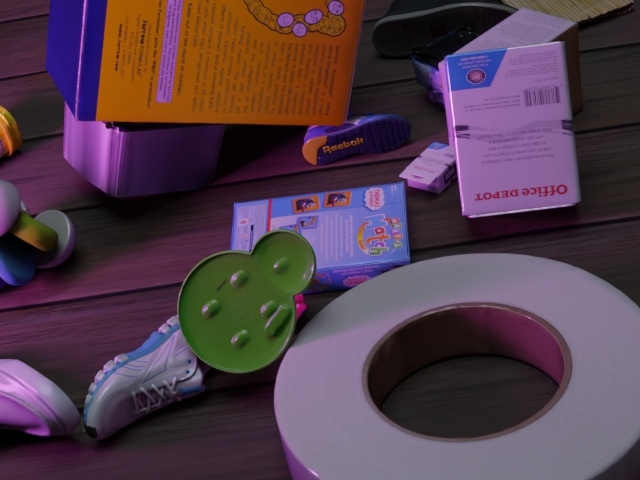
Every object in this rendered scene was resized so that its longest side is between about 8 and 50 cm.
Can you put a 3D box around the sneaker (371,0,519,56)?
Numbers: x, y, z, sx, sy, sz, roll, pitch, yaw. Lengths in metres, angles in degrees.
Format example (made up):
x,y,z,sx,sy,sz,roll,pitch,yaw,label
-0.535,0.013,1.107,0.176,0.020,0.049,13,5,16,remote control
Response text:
x,y,z,sx,sy,sz,roll,pitch,yaw,label
0.190,-0.327,2.094,0.222,0.083,0.118,0,36,17,sneaker

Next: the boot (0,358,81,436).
x,y,z,sx,sy,sz,roll,pitch,yaw,label
-0.375,0.186,1.547,0.258,0.095,0.123,11,46,41,boot

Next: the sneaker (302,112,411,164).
x,y,z,sx,sy,sz,roll,pitch,yaw,label
0.046,-0.143,1.906,0.144,0.053,0.059,-9,33,1,sneaker

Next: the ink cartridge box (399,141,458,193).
x,y,z,sx,sy,sz,roll,pitch,yaw,label
0.140,-0.086,1.821,0.048,0.028,0.083,17,44,34,ink cartridge box

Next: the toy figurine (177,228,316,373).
x,y,z,sx,sy,sz,roll,pitch,yaw,label
-0.054,0.051,1.581,0.130,0.173,0.159,44,14,7,toy figurine

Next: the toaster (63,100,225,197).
x,y,z,sx,sy,sz,roll,pitch,yaw,label
-0.239,-0.140,1.900,0.186,0.110,0.168,-9,28,-35,toaster

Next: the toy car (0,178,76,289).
x,y,z,sx,sy,sz,roll,pitch,yaw,label
-0.404,-0.001,1.777,0.182,0.159,0.136,17,79,33,toy car

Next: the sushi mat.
x,y,z,sx,sy,sz,roll,pitch,yaw,label
0.333,-0.391,2.199,0.151,0.019,0.316,-17,36,-11,sushi mat

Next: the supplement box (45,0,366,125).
x,y,z,sx,sy,sz,roll,pitch,yaw,label
-0.149,-0.270,1.846,0.357,0.195,0.194,-1,26,-23,supplement box

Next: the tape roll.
x,y,z,sx,sy,sz,roll,pitch,yaw,label
0.149,0.153,1.452,0.392,0.072,0.392,-8,35,6,tape roll

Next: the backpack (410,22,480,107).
x,y,z,sx,sy,sz,roll,pitch,yaw,label
0.191,-0.226,1.949,0.105,0.084,0.114,-27,29,-15,backpack

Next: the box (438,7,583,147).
x,y,z,sx,sy,sz,roll,pitch,yaw,label
0.245,-0.196,1.857,0.170,0.130,0.091,-36,42,-30,box

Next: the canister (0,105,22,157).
x,y,z,sx,sy,sz,roll,pitch,yaw,label
-0.517,-0.123,2.017,0.126,0.073,0.170,21,48,37,canister

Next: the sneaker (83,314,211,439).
x,y,z,sx,sy,sz,roll,pitch,yaw,label
-0.170,0.149,1.549,0.083,0.071,0.191,22,47,30,sneaker

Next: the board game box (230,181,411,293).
x,y,z,sx,sy,sz,roll,pitch,yaw,label
0.000,0.000,1.731,0.212,0.039,0.160,-8,36,6,board game box

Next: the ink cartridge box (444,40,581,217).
x,y,z,sx,sy,sz,roll,pitch,yaw,label
0.225,-0.130,1.712,0.140,0.190,0.082,-6,3,6,ink cartridge box
